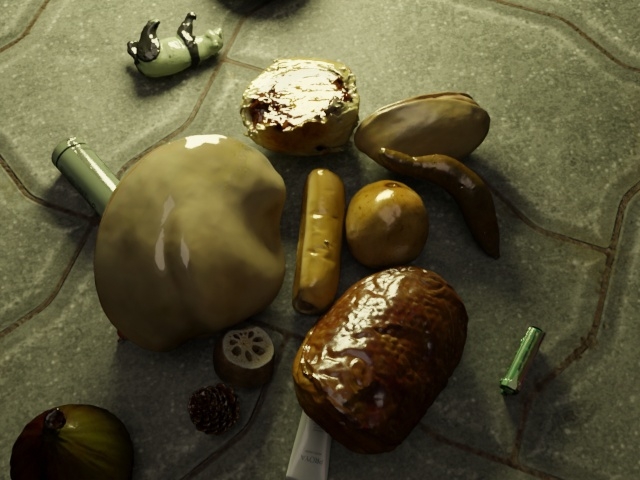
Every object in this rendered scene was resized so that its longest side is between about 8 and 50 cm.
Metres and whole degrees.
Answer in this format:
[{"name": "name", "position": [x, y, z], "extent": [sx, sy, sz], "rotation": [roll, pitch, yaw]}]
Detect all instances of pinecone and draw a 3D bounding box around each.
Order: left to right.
[{"name": "pinecone", "position": [-0.200, 0.316, 1.298], "extent": [0.102, 0.109, 0.102], "rotation": [-1, 69, 2]}]

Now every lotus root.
[{"name": "lotus root", "position": [-0.144, 0.226, 1.336], "extent": [0.122, 0.081, 0.112], "rotation": [-5, 58, -25]}]

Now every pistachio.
[{"name": "pistachio", "position": [-0.239, 0.005, 1.338], "extent": [0.365, 0.281, 0.445], "rotation": [30, 75, -19]}, {"name": "pistachio", "position": [0.217, -0.233, 1.487], "extent": [0.293, 0.181, 0.162], "rotation": [-9, 43, -2]}]

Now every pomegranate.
[{"name": "pomegranate", "position": [0.136, -0.023, 1.409], "extent": [0.196, 0.196, 0.196], "rotation": [0, 67, 1]}]

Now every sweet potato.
[{"name": "sweet potato", "position": [0.275, -0.105, 1.419], "extent": [0.346, 0.079, 0.108], "rotation": [39, 88, -9]}]

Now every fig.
[{"name": "fig", "position": [-0.432, 0.347, 1.175], "extent": [0.217, 0.320, 0.216], "rotation": [5, 50, -6]}]

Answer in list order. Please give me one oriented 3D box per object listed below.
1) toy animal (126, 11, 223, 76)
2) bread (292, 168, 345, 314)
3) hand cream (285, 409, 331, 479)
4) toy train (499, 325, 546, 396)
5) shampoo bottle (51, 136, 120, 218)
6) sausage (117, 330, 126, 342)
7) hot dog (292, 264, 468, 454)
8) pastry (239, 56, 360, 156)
[{"name": "toy animal", "position": [-0.339, -0.461, 1.637], "extent": [0.225, 0.094, 0.121], "rotation": [-19, 78, -17]}, {"name": "bread", "position": [0.000, 0.000, 1.414], "extent": [0.091, 0.142, 0.305], "rotation": [12, 66, -14]}, {"name": "hand cream", "position": [-0.007, 0.341, 1.316], "extent": [0.080, 0.048, 0.255], "rotation": [14, 65, -8]}, {"name": "toy train", "position": [0.392, 0.235, 1.343], "extent": [0.038, 0.071, 0.148], "rotation": [28, 70, 12]}, {"name": "shampoo bottle", "position": [-0.476, -0.112, 1.495], "extent": [0.085, 0.085, 0.262], "rotation": [-40, 72, -15]}, {"name": "sausage", "position": [-0.365, 0.096, 1.435], "extent": [0.034, 0.034, 0.253], "rotation": [18, 70, 8]}, {"name": "hot dog", "position": [0.117, 0.213, 1.286], "extent": [0.267, 0.174, 0.387], "rotation": [42, 57, 3]}, {"name": "pastry", "position": [-0.037, -0.281, 1.524], "extent": [0.256, 0.170, 0.236], "rotation": [-4, 46, 9]}]
